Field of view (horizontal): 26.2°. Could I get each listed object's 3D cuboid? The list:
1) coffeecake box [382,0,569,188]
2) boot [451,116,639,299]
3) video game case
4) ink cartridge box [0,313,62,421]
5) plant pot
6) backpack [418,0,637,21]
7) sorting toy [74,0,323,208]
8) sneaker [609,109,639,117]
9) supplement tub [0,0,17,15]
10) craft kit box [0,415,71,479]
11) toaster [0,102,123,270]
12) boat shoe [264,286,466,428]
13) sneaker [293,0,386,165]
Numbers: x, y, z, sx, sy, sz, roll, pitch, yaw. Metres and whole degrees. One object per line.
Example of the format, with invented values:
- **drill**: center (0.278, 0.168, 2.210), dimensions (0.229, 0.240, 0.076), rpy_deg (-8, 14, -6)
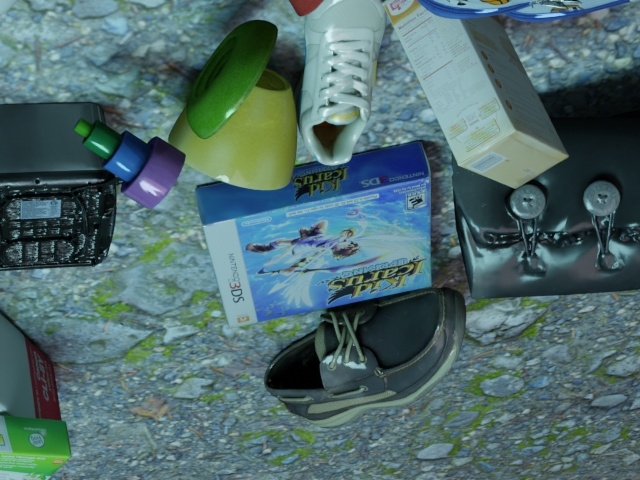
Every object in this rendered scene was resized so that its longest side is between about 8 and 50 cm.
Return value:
- **coffeecake box**: center (0.151, -0.155, 1.334), dimensions (0.068, 0.186, 0.142), rpy_deg (-31, 159, 23)
- **boot**: center (0.361, -0.123, 1.500), dimensions (0.445, 0.367, 0.146), rpy_deg (-1, -172, 21)
- **video game case**: center (0.000, 0.000, 1.660), dimensions (0.269, 0.061, 0.244), rpy_deg (-12, 148, -2)
- **ink cartridge box**: center (-0.515, 0.172, 1.643), dimensions (0.279, 0.160, 0.385), rpy_deg (-18, 148, 7)
- **plant pot**: center (-0.077, -0.126, 1.400), dimensions (0.134, 0.134, 0.095), rpy_deg (7, 117, -29)
- **backpack**: center (0.166, -0.302, 1.106), dimensions (0.263, 0.277, 0.213), rpy_deg (-8, 149, 16)
- **sorting toy**: center (-0.107, -0.195, 1.261), dimensions (0.126, 0.127, 0.365), rpy_deg (33, 113, -19)
- **sneaker**: center (0.464, -0.100, 1.653), dimensions (0.281, 0.106, 0.162), rpy_deg (-5, 153, 7)
- **supplement tub**: center (-0.364, -0.232, 1.018), dimensions (0.324, 0.235, 0.235), rpy_deg (-25, 145, 18)
- **craft kit box**: center (-0.463, 0.284, 1.635), dimensions (0.249, 0.061, 0.246), rpy_deg (11, 142, -36)
- **toaster**: center (-0.293, -0.052, 1.431), dimensions (0.185, 0.110, 0.168), rpy_deg (-3, 147, -14)
- **boat shoe**: center (0.050, 0.158, 1.834), dimensions (0.130, 0.132, 0.355), rpy_deg (19, 142, -31)
- **sneaker**: center (0.024, -0.172, 1.379), dimensions (0.087, 0.092, 0.229), rpy_deg (-5, 145, -10)
